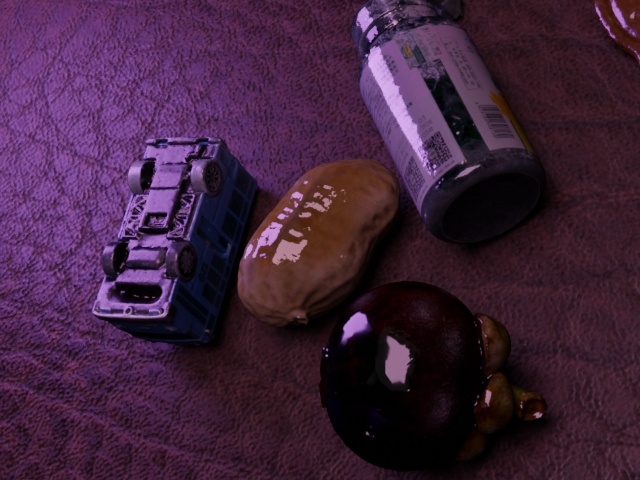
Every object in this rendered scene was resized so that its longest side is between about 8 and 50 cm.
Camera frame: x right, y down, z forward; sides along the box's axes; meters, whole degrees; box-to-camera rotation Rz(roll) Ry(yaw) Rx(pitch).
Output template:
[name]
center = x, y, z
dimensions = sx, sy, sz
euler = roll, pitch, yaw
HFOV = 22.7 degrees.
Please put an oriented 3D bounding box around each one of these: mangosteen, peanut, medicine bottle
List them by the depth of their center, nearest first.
[mangosteen]
center = 0.114, 0.140, 1.625
dimensions = 0.231, 0.194, 0.194
euler = 4, 67, 0
[medicine bottle]
center = 0.129, -0.146, 1.762
dimensions = 0.141, 0.141, 0.293
euler = -32, 57, 11
[peanut]
center = 0.000, 0.000, 1.774
dimensions = 0.129, 0.129, 0.224
euler = 31, 84, 35

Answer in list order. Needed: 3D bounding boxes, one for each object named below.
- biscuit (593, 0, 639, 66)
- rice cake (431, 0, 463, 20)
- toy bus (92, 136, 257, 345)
[biscuit]
center = 0.436, -0.278, 1.723
dimensions = 0.273, 0.049, 0.257
euler = -27, 58, 16
[rice cake]
center = 0.065, -0.317, 1.913
dimensions = 0.226, 0.085, 0.040
euler = 21, 80, 34
[toy bus]
center = -0.164, 0.007, 1.850
dimensions = 0.116, 0.133, 0.234
euler = 2, 63, 28
